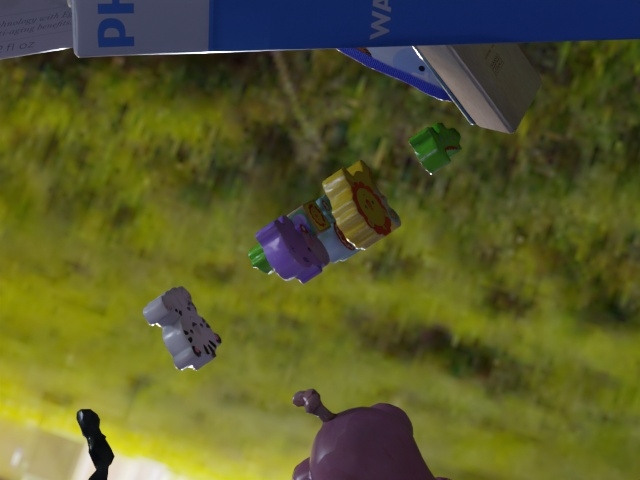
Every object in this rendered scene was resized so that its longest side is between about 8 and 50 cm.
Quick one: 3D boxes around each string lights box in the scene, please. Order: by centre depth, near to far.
[{"bbox_3d":[0.042,-0.123,0.568,0.259,0.077,0.133,-3,-151,-11],"label":"string lights box"}]

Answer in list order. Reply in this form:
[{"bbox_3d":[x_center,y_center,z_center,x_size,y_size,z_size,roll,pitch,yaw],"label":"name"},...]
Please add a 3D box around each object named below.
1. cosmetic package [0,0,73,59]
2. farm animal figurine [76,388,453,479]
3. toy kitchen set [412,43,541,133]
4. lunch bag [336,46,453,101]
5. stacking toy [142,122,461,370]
[{"bbox_3d":[-0.159,-0.237,0.994,0.224,0.138,0.225,-15,144,-29],"label":"cosmetic package"},{"bbox_3d":[0.076,0.214,0.587,0.330,0.327,0.172,-2,177,-15],"label":"farm animal figurine"},{"bbox_3d":[0.110,-0.213,1.310,0.166,0.207,0.122,18,160,41],"label":"toy kitchen set"},{"bbox_3d":[0.088,-0.380,1.818,0.239,0.328,0.385,-23,-124,-40],"label":"lunch bag"},{"bbox_3d":[0.000,0.000,1.083,0.052,0.167,0.221,57,-155,1],"label":"stacking toy"}]
